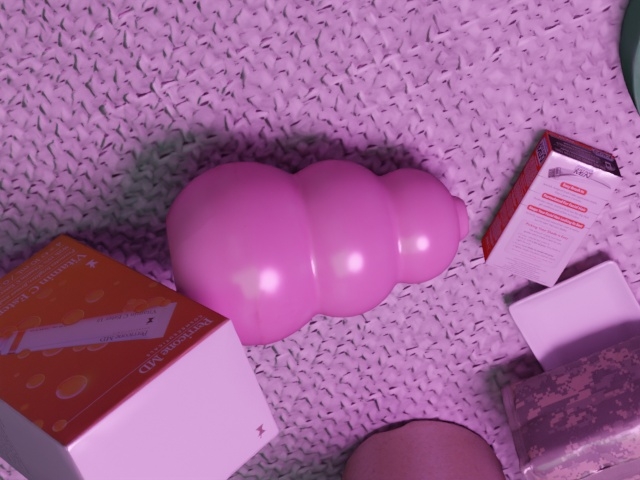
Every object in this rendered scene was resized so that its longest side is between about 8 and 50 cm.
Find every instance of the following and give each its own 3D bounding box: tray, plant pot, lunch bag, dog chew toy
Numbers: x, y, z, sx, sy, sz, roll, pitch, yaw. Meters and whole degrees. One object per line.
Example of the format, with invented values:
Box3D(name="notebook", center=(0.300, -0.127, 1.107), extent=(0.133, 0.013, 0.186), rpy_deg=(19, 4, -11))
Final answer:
Box3D(name="tray", center=(0.356, 0.141, 1.610), extent=(0.145, 0.030, 0.270), rpy_deg=(-26, 121, 16))
Box3D(name="plant pot", center=(0.139, 0.410, 1.621), extent=(0.334, 0.305, 0.334), rpy_deg=(-1, 124, -1))
Box3D(name="lunch bag", center=(0.388, 0.279, 1.590), extent=(0.235, 0.169, 0.287), rpy_deg=(-23, 127, 13))
Box3D(name="dog chew toy", center=(0.000, 0.000, 1.416), extent=(0.332, 0.206, 0.206), rpy_deg=(-10, 124, -4))

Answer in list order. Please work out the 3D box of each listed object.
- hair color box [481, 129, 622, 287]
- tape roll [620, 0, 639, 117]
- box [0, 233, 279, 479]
Box3D(name="hair color box", center=(0.266, -0.035, 1.476), extent=(0.093, 0.053, 0.167), rpy_deg=(20, 123, -12))
Box3D(name="tape roll", center=(0.485, -0.209, 1.349), extent=(0.321, 0.077, 0.321), rpy_deg=(0, 124, 0))
Box3D(name="box", center=(-0.248, 0.156, 1.388), extent=(0.215, 0.345, 0.168), rpy_deg=(-38, 127, -26))
